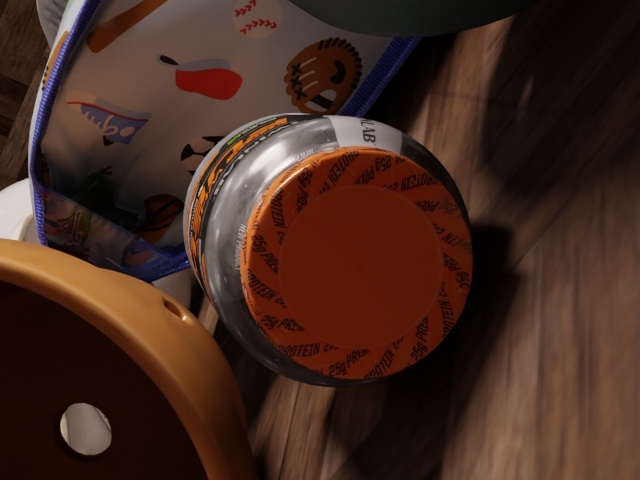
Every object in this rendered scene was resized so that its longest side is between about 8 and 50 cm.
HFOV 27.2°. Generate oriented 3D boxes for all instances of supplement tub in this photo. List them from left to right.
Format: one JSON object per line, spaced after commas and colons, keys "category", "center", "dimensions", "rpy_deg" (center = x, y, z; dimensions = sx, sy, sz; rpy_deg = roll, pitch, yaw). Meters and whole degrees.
{"category": "supplement tub", "center": [0.000, 0.000, 0.607], "dimensions": [0.117, 0.117, 0.190], "rpy_deg": [-65, 12, 0]}

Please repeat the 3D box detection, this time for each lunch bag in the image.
{"category": "lunch bag", "center": [-0.059, -0.162, 0.926], "dimensions": [0.385, 0.239, 0.328], "rpy_deg": [-55, 14, 9]}

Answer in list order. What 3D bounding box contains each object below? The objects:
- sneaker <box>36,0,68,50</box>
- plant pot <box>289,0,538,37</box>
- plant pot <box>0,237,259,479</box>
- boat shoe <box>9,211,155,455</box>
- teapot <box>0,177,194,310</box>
{"category": "sneaker", "center": [-0.176, -0.221, 1.218], "dimensions": [0.366, 0.135, 0.150], "rpy_deg": [103, 177, -54]}
{"category": "plant pot", "center": [0.039, -0.208, 0.594], "dimensions": [0.290, 0.290, 0.195], "rpy_deg": [-80, -17, -52]}
{"category": "plant pot", "center": [-0.159, 0.131, 0.714], "dimensions": [0.291, 0.291, 0.203], "rpy_deg": [-62, -4, 12]}
{"category": "boat shoe", "center": [-0.165, 0.074, 1.025], "dimensions": [0.097, 0.117, 0.324], "rpy_deg": [-43, 43, 21]}
{"category": "teapot", "center": [-0.213, 0.020, 1.291], "dimensions": [0.187, 0.252, 0.256], "rpy_deg": [-44, 20, -27]}
